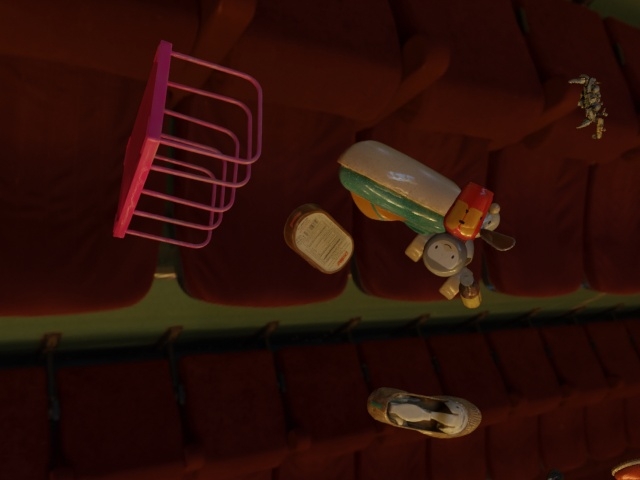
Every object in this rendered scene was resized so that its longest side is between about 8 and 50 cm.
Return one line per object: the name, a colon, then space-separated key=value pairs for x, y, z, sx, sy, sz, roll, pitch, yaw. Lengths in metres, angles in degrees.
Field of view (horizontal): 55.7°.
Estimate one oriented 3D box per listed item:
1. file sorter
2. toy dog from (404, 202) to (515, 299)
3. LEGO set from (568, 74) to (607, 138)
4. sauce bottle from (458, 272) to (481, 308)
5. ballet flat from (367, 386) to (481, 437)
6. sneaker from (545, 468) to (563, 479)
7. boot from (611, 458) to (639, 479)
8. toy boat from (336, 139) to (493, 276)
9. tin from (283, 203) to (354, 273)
file sorter: x=-0.229 y=-0.144 z=1.044 sx=0.182 sy=0.202 sz=0.291 roll=12 pitch=146 yaw=-23
toy dog: x=0.340 y=-0.022 z=1.413 sx=0.220 sy=0.334 sz=0.161 roll=30 pitch=138 yaw=-5
LEGO set: x=0.262 y=-0.130 z=0.576 sx=0.023 sy=0.054 sz=0.083 roll=6 pitch=179 yaw=44
sauce bottle: x=0.295 y=0.097 z=1.195 sx=0.042 sy=0.042 sz=0.128 roll=-18 pitch=150 yaw=9
ballet flat: x=0.178 y=0.286 z=0.984 sx=0.206 sy=0.073 sz=0.067 roll=10 pitch=174 yaw=-13
sneaker: x=0.628 y=0.729 z=1.508 sx=0.162 sy=0.281 sz=0.106 roll=6 pitch=163 yaw=26
boot: x=0.669 y=0.485 z=1.211 sx=0.157 sy=0.085 sz=0.059 roll=-12 pitch=137 yaw=30
toy boat: x=0.156 y=-0.057 z=1.024 sx=0.267 sy=0.318 sz=0.148 roll=23 pitch=99 yaw=-30
tin: x=0.000 y=0.000 z=1.278 sx=0.106 sy=0.040 sz=0.189 roll=-49 pitch=132 yaw=-1
